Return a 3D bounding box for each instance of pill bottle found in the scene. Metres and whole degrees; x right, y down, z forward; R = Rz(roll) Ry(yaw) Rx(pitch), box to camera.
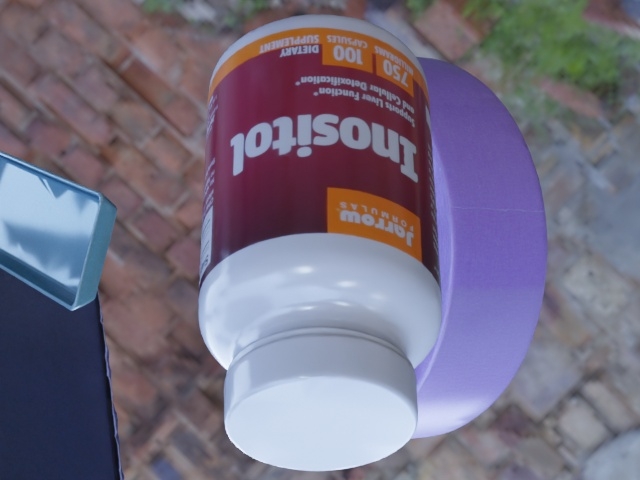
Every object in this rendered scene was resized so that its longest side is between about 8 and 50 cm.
[{"bbox_3d":[0.000,0.000,0.545,0.086,0.086,0.152,40,-143,-43],"label":"pill bottle"}]

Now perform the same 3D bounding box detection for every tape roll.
[{"bbox_3d":[0.031,0.005,1.077,0.090,0.275,0.275,1,-148,-39],"label":"tape roll"}]

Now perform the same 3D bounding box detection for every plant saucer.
[{"bbox_3d":[-0.172,-0.012,0.907,0.018,0.067,0.192,11,-174,-34],"label":"plant saucer"}]

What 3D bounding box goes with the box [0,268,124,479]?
[{"bbox_3d":[-0.488,0.178,1.187,0.480,0.471,0.297,14,-121,-44],"label":"box"}]
